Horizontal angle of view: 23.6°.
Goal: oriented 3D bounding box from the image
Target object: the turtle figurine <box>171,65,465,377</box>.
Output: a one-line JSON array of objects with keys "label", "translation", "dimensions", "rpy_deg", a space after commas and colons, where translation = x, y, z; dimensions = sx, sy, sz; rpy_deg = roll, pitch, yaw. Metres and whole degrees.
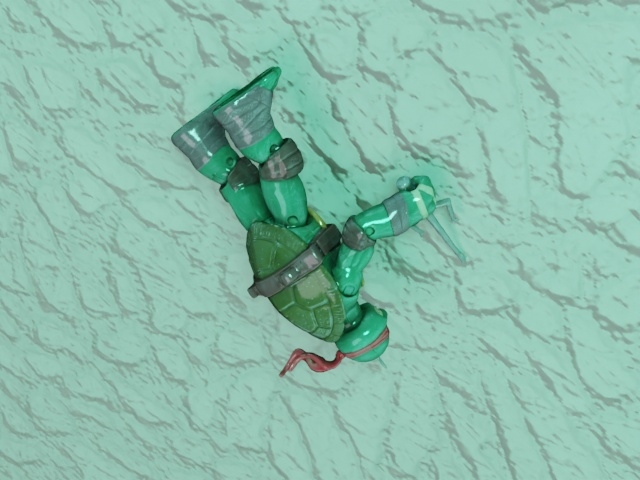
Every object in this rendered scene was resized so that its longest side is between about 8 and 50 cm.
[{"label": "turtle figurine", "translation": [0.000, 0.000, 1.047], "dimensions": [0.175, 0.118, 0.234], "rpy_deg": [-26, 105, 43]}]
